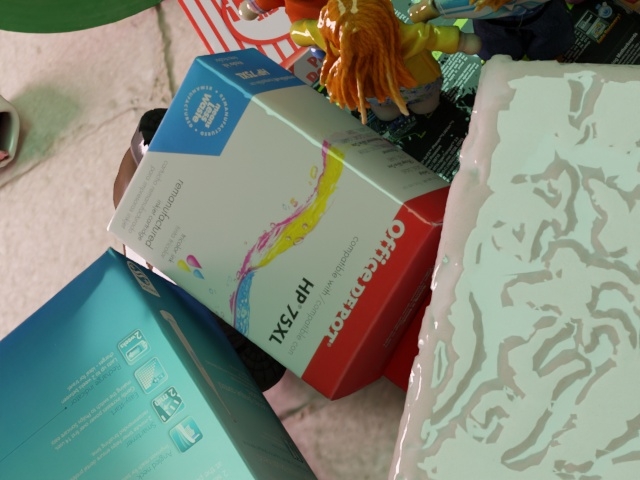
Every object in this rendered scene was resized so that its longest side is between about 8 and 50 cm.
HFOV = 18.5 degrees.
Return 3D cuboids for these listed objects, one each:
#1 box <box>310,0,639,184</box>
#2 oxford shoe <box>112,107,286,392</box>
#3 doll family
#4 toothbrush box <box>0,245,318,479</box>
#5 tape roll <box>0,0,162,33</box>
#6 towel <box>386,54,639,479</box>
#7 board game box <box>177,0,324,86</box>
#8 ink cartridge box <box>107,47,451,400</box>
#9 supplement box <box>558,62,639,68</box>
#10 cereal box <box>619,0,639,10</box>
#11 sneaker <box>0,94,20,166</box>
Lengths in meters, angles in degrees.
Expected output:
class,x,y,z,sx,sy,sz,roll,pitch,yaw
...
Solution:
class,x,y,z,sx,sy,sz,roll,pitch,yaw
box,0.104,-0.092,1.240,0.184,0.045,0.190,35,86,19
oxford shoe,-0.083,0.023,1.347,0.096,0.083,0.227,-54,45,35
doll family,0.084,-0.132,1.144,0.263,0.163,0.118,-14,74,8
toothbrush box,-0.108,0.190,1.165,0.216,0.126,0.295,-40,60,8
tape roll,-0.191,-0.305,1.451,0.321,0.321,0.077,-38,47,10
towel,0.196,0.073,1.008,0.317,0.053,0.331,7,75,25
board game box,-0.029,-0.196,1.439,0.147,0.045,0.193,-42,52,12
ink cartridge box,0.000,0.000,1.197,0.231,0.078,0.134,36,112,17
supplement box,0.182,-0.080,1.168,0.098,0.062,0.036,2,80,10
cereal box,0.247,-0.282,1.249,0.173,0.047,0.240,-36,35,64
sneaker,-0.289,-0.063,1.556,0.070,0.051,0.134,25,75,48
